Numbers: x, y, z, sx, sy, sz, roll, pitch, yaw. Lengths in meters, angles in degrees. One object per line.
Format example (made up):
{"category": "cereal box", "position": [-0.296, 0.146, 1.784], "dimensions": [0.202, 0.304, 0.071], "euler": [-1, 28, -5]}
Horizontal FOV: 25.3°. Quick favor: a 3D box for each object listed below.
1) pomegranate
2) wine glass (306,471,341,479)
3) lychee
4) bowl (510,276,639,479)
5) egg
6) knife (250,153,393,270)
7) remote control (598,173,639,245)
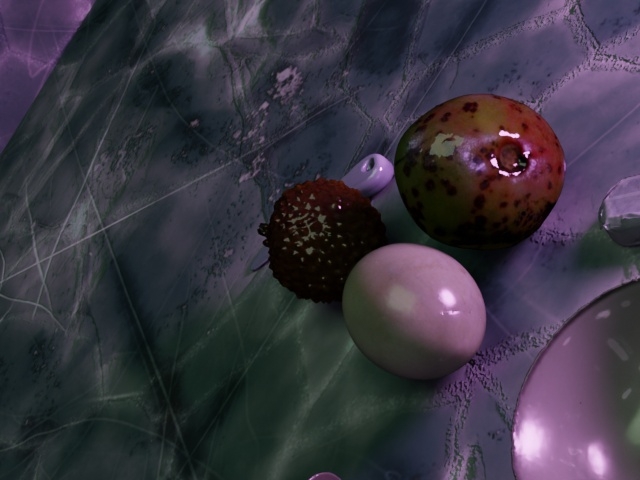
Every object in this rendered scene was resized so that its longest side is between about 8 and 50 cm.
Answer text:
{"category": "pomegranate", "position": [0.207, -0.107, 2.078], "dimensions": [0.242, 0.242, 0.306], "euler": [-56, 31, -6]}
{"category": "wine glass", "position": [0.074, 0.380, 1.901], "dimensions": [0.231, 0.103, 0.103], "euler": [7, 65, 48]}
{"category": "lychee", "position": [0.000, 0.000, 2.263], "dimensions": [0.238, 0.200, 0.200], "euler": [6, 63, 36]}
{"category": "bowl", "position": [0.395, 0.215, 1.625], "dimensions": [0.337, 0.157, 0.337], "euler": [-31, 38, 28]}
{"category": "egg", "position": [0.132, 0.100, 2.013], "dimensions": [0.186, 0.186, 0.253], "euler": [-52, 36, 0]}
{"category": "knife", "position": [-0.006, -0.052, 2.456], "dimensions": [0.331, 0.044, 0.080], "euler": [-34, 38, 31]}
{"category": "remote control", "position": [0.474, -0.055, 1.878], "dimensions": [0.247, 0.052, 0.104], "euler": [-14, 47, 46]}
